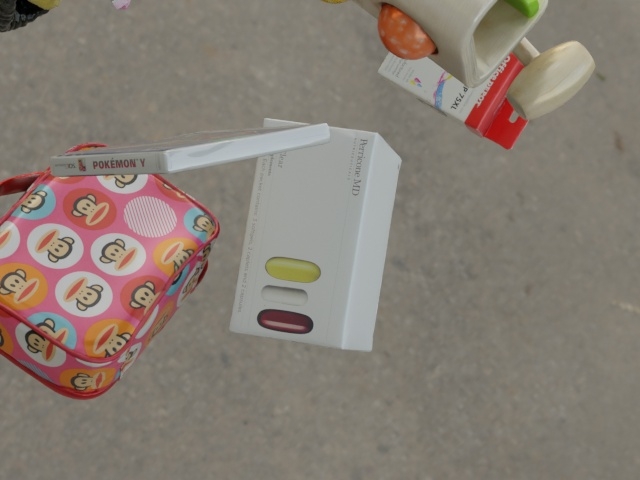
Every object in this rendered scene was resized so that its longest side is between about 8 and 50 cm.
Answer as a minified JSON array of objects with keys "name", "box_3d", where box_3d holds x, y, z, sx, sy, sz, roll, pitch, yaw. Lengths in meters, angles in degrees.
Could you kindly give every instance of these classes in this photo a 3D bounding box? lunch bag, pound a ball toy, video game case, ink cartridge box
[{"name":"lunch bag","box_3d":[-0.289,0.020,1.467,0.258,0.120,0.293,33,50,5]},{"name":"pound a ball toy","box_3d":[0.062,-0.218,0.999,0.319,0.136,0.208,41,-5,16]},{"name":"video game case","box_3d":[-0.124,-0.087,1.177,0.201,0.183,0.023,-16,102,-43]},{"name":"ink cartridge box","box_3d":[0.222,-0.252,1.901,0.231,0.134,0.078,31,3,15]}]

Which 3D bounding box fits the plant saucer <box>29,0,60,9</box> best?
[{"name":"plant saucer","box_3d":[-0.342,-0.427,1.143,0.332,0.333,0.081,28,43,20]}]

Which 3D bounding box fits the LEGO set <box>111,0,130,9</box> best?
[{"name":"LEGO set","box_3d":[-0.193,-0.434,1.757,0.132,0.287,0.107,63,2,23]}]

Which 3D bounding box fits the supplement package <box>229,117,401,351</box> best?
[{"name":"supplement package","box_3d":[0.000,0.000,1.547,0.145,0.262,0.204,8,-4,13]}]

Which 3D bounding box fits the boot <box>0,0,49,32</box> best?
[{"name":"boot","box_3d":[-0.484,-0.419,1.642,0.260,0.131,0.348,60,13,2]}]
